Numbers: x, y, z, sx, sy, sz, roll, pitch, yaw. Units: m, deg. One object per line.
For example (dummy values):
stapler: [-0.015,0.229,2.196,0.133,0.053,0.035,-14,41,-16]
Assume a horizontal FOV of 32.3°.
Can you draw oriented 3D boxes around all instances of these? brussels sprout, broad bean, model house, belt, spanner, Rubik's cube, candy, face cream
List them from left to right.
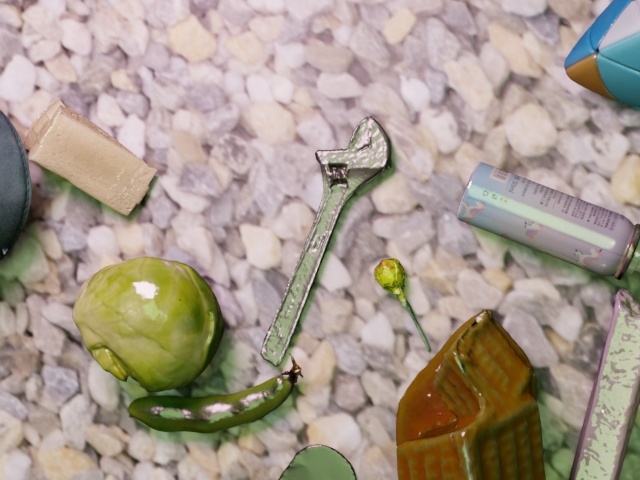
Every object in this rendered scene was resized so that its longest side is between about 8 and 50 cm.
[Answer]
belt: [-0.468,-0.087,1.361,0.206,0.116,0.268,-35,72,27]
brussels sprout: [-0.201,0.088,1.325,0.183,0.131,0.145,40,116,9]
broad bean: [-0.125,0.198,1.347,0.226,0.039,0.069,-17,90,8]
spanner: [0.000,0.000,1.342,0.093,0.026,0.326,22,93,10]
candy: [0.103,0.077,1.320,0.035,0.035,0.123,-29,91,18]
model house: [0.152,0.215,1.193,0.173,0.239,0.268,-8,87,11]
face cream: [0.274,-0.017,1.266,0.229,0.075,0.075,22,91,12]
Rubik's cube: [0.372,-0.214,1.189,0.254,0.254,0.255,-1,87,10]

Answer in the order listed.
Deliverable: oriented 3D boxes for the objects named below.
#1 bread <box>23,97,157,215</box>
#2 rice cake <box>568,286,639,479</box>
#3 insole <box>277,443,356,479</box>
bread: [-0.292,-0.105,1.401,0.152,0.105,0.077,34,93,-22]
rice cake: [0.318,0.234,1.250,0.056,0.072,0.365,15,88,13]
insole: [-0.082,0.393,1.344,0.119,0.009,0.348,38,94,8]
